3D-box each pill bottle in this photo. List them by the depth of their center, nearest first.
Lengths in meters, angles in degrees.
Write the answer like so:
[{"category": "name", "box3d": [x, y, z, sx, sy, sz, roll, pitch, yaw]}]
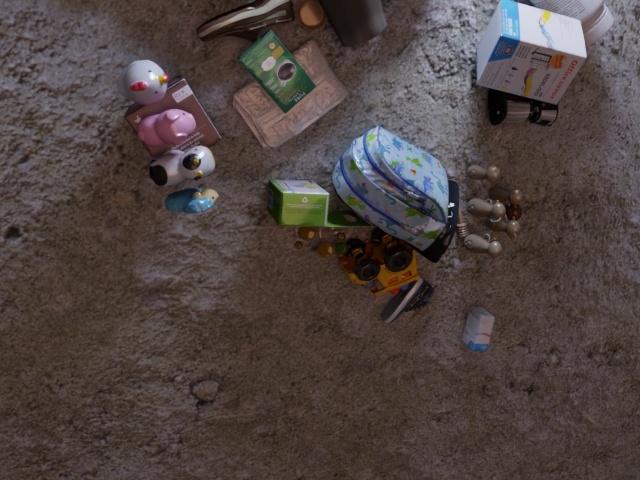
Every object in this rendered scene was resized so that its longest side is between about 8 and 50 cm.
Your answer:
[{"category": "pill bottle", "box3d": [0.668, -0.673, 1.726, 0.160, 0.160, 0.283, -45, 111, 3]}]

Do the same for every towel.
[{"category": "towel", "box3d": [-0.083, -0.387, 1.691, 0.282, 0.049, 0.187, -37, 113, -1]}]

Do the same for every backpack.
[{"category": "backpack", "box3d": [0.208, -0.145, 1.724, 0.355, 0.290, 0.273, 19, 134, -5]}]

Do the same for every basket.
[{"category": "basket", "box3d": [0.068, -0.623, 1.593, 0.154, 0.204, 0.227, -39, 124, -18]}]

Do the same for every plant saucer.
[{"category": "plant saucer", "box3d": [-0.023, -0.595, 1.657, 0.083, 0.015, 0.083, -4, 107, -13]}]

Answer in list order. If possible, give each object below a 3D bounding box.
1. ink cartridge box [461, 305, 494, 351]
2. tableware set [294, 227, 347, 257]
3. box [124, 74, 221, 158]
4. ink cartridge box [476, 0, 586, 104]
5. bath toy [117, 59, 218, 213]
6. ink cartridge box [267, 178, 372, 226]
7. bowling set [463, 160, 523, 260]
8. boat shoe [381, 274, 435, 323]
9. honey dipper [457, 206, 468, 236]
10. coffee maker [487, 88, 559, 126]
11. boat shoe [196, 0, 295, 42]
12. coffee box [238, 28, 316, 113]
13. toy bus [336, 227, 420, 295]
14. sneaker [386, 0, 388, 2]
[{"category": "ink cartridge box", "box3d": [0.507, 0.283, 2.028, 0.052, 0.088, 0.122, 4, 106, -15]}, {"category": "tableware set", "box3d": [0.000, 0.000, 1.828, 0.154, 0.024, 0.104, -5, 91, 5]}, {"category": "box", "box3d": [-0.365, -0.293, 1.568, 0.168, 0.203, 0.167, -32, 112, -2]}, {"category": "ink cartridge box", "box3d": [0.559, -0.503, 1.691, 0.232, 0.168, 0.171, 13, 144, -4]}, {"category": "bath toy", "box3d": [-0.339, -0.232, 1.415, 0.151, 0.129, 0.348, -21, 111, -6]}, {"category": "ink cartridge box", "box3d": [-0.004, -0.103, 1.727, 0.255, 0.189, 0.097, 0, 106, -15]}, {"category": "bowling set", "box3d": [0.547, -0.095, 1.874, 0.200, 0.154, 0.287, -7, 102, -22]}, {"category": "boat shoe", "box3d": [0.275, 0.199, 1.956, 0.083, 0.065, 0.183, 38, 94, -20]}, {"category": "honey dipper", "box3d": [0.423, -0.090, 1.922, 0.030, 0.030, 0.161, -15, 107, -9]}, {"category": "coffee maker", "box3d": [0.584, -0.415, 1.810, 0.178, 0.120, 0.171, -2, 106, -14]}, {"category": "boat shoe", "box3d": [-0.181, -0.543, 1.595, 0.257, 0.095, 0.095, -25, 117, -6]}, {"category": "coffee box", "box3d": [-0.110, -0.430, 1.616, 0.113, 0.040, 0.184, -43, 116, 3]}, {"category": "toy bus", "box3d": [0.181, 0.089, 1.871, 0.220, 0.149, 0.211, -22, 127, -4]}, {"category": "sneaker", "box3d": [0.178, -0.711, 1.619, 0.295, 0.124, 0.178, 11, 95, -18]}]
